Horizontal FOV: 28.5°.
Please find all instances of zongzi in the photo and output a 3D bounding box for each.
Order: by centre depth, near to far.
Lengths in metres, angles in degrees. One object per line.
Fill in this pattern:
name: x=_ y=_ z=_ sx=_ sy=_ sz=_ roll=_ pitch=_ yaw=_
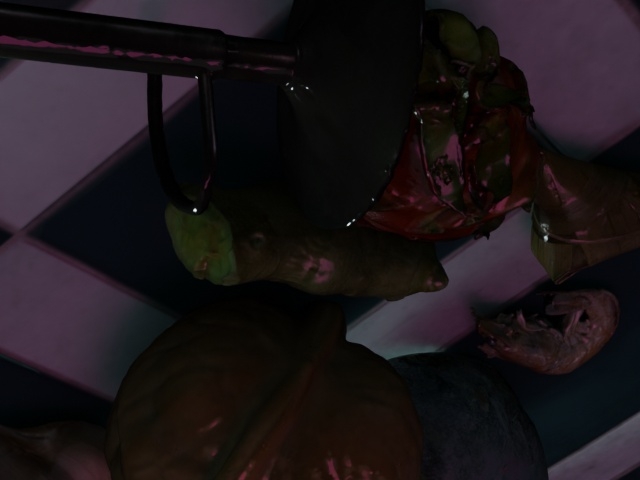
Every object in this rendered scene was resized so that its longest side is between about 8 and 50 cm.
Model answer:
zongzi: x=0.272 y=-0.053 z=1.188 sx=0.160 sy=0.078 sz=0.176 roll=-22 pitch=138 yaw=-7

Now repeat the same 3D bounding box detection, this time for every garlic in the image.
garlic: x=-0.277 y=0.229 z=1.240 sx=0.174 sy=0.124 sz=0.099 roll=-26 pitch=133 yaw=-38

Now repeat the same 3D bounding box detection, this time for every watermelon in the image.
watermelon: x=0.167 y=0.251 z=1.367 sx=0.188 sy=0.175 sz=0.322 roll=-48 pitch=126 yaw=4

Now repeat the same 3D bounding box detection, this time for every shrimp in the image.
shrimp: x=0.245 y=0.090 z=1.360 sx=0.223 sy=0.047 sz=0.126 roll=16 pitch=122 yaw=-43

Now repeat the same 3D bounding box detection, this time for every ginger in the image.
ginger: x=-0.003 y=-0.001 z=1.080 sx=0.289 sy=0.137 sz=0.089 roll=7 pitch=95 yaw=-33

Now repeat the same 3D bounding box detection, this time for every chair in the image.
chair: x=-0.158 y=-0.131 z=0.794 sx=0.400 sy=0.227 sz=0.227 roll=4 pitch=135 yaw=-26

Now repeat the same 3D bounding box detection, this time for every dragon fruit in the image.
dragon fruit: x=0.094 y=-0.079 z=0.967 sx=0.200 sy=0.269 sz=0.198 roll=41 pitch=78 yaw=-10

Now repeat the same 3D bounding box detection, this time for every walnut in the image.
walnut: x=-0.048 y=0.186 z=1.176 sx=0.296 sy=0.285 sz=0.285 roll=29 pitch=130 yaw=2
